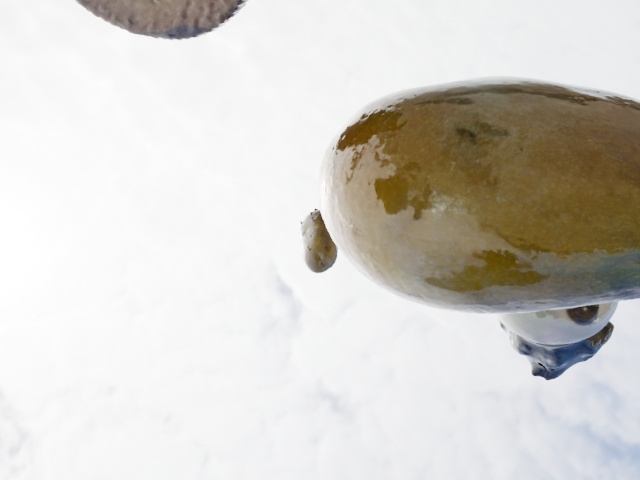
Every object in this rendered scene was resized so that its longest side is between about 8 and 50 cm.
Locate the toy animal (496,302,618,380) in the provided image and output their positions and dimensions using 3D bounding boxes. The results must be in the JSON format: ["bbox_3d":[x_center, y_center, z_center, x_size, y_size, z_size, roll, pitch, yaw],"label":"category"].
[{"bbox_3d":[0.395,0.096,1.342,0.266,0.213,0.212,63,-177,-57],"label":"toy animal"}]

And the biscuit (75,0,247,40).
[{"bbox_3d":[-0.174,-0.311,0.679,0.305,0.305,0.038,35,-127,-4],"label":"biscuit"}]

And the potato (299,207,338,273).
[{"bbox_3d":[0.000,0.000,0.865,0.040,0.051,0.083,17,-137,-21],"label":"potato"}]

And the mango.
[{"bbox_3d":[0.143,-0.029,0.495,0.316,0.146,0.193,6,-154,33],"label":"mango"}]
